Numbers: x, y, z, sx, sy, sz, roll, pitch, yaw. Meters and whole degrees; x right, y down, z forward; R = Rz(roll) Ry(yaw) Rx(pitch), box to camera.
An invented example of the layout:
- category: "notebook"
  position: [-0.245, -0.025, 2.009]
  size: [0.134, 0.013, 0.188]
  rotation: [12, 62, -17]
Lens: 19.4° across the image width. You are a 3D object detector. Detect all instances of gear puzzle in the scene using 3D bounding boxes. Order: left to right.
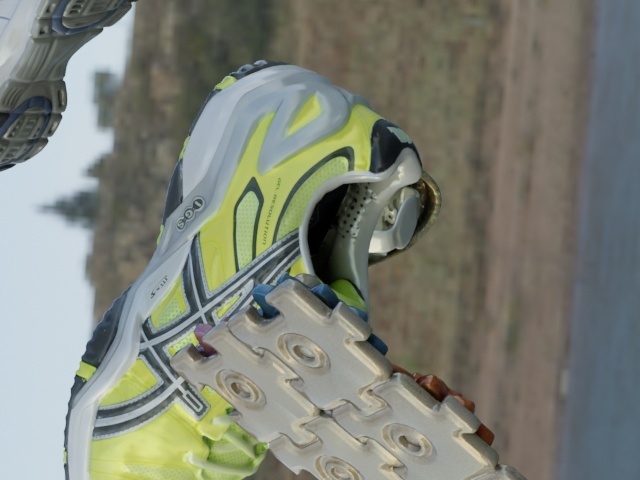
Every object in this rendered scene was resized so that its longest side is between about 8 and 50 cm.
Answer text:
- category: "gear puzzle"
  position: [0.078, 0.141, 1.096]
  size: [0.044, 0.339, 0.175]
  rotation: [-55, 12, -33]

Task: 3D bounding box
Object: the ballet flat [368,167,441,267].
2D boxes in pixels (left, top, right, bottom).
- category: "ballet flat"
  position: [0.000, 0.000, 1.670]
  size: [0.348, 0.123, 0.123]
  rotation: [-30, -50, -53]

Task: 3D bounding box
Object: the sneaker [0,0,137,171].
- category: "sneaker"
  position: [-0.225, -0.184, 1.408]
  size: [0.297, 0.129, 0.111]
  rotation: [-50, -21, 27]

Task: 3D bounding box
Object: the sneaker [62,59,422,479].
- category: "sneaker"
  position: [-0.056, 0.069, 1.283]
  size: [0.145, 0.147, 0.385]
  rotation: [14, -84, -53]
